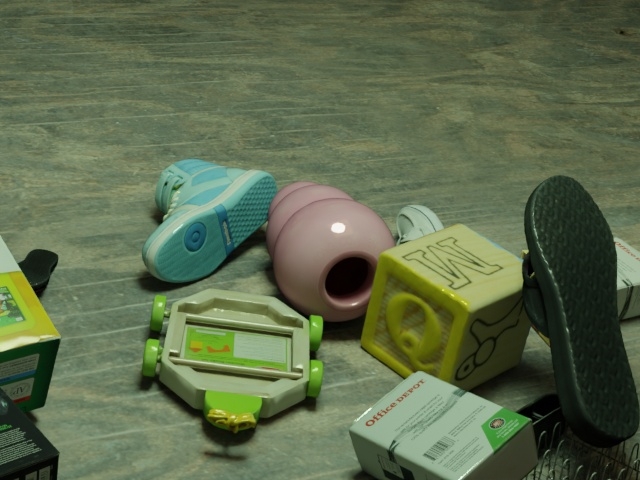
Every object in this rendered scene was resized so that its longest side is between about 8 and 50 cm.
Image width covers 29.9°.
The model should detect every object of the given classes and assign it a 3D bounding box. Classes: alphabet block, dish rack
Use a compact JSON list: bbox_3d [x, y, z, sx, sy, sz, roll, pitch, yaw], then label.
[{"bbox_3d":[0.209,0.112,1.914,0.197,0.192,0.193,-18,39,-42],"label":"alphabet block"},{"bbox_3d":[0.376,0.326,1.691,0.271,0.074,0.208,23,32,38],"label":"dish rack"}]

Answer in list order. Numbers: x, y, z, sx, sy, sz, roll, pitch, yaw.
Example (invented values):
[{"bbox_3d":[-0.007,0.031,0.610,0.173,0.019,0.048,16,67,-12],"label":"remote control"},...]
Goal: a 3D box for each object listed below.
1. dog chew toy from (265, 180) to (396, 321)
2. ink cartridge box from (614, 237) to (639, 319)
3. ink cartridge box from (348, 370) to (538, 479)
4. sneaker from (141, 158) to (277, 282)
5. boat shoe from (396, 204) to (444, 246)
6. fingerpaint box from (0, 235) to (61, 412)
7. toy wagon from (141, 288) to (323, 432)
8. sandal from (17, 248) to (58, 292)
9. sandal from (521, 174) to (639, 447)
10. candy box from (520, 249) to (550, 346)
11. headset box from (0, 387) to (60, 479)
[{"bbox_3d":[0.000,0.000,2.041,0.206,0.206,0.332,0,23,-18],"label":"dog chew toy"},{"bbox_3d":[0.504,0.075,2.174,0.203,0.086,0.148,-8,34,-31],"label":"ink cartridge box"},{"bbox_3d":[0.165,0.278,1.631,0.153,0.087,0.208,-34,35,-29],"label":"ink cartridge box"},{"bbox_3d":[-0.245,-0.040,2.106,0.208,0.127,0.319,16,34,32],"label":"sneaker"},{"bbox_3d":[0.181,0.015,2.162,0.084,0.095,0.258,2,30,-24],"label":"boat shoe"},{"bbox_3d":[-0.632,0.101,1.582,0.445,0.163,0.371,-14,52,-36],"label":"fingerpaint box"},{"bbox_3d":[-0.131,0.185,1.796,0.267,0.068,0.344,8,31,-5],"label":"toy wagon"},{"bbox_3d":[-0.466,0.058,1.940,0.067,0.040,0.179,17,15,-1],"label":"sandal"},{"bbox_3d":[0.362,0.099,1.788,0.167,0.107,0.446,19,54,-29],"label":"sandal"},{"bbox_3d":[0.400,0.107,2.063,0.053,0.109,0.186,-5,34,-25],"label":"candy box"},{"bbox_3d":[-0.429,0.273,1.363,0.131,0.246,0.283,-16,40,-39],"label":"headset box"}]
